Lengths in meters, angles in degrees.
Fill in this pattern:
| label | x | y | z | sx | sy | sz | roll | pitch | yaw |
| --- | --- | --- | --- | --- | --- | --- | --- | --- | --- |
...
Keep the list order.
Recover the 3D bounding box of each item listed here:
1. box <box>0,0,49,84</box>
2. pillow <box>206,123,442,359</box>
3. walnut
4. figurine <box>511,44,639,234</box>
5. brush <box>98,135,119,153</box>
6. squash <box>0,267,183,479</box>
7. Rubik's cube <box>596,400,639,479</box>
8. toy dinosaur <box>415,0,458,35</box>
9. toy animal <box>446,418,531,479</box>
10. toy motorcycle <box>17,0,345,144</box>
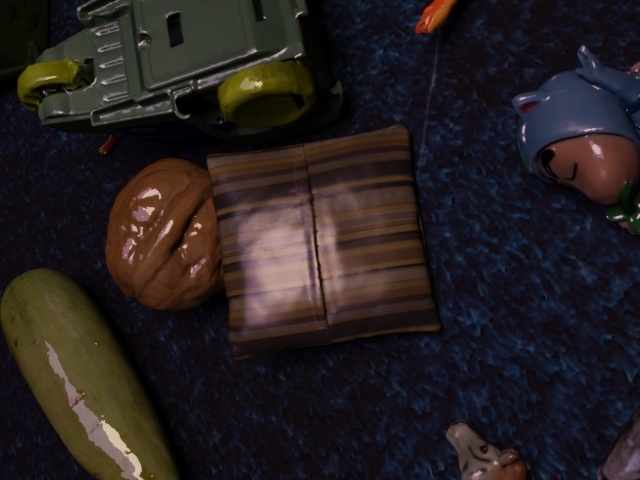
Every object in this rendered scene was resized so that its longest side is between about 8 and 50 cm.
| label | x | y | z | sx | sy | sz | roll | pitch | yaw |
| --- | --- | --- | --- | --- | --- | --- | --- | --- | --- |
| box | -0.511 | -0.349 | 0.914 | 0.178 | 0.328 | 0.253 | -8 | 81 | 17 |
| pillow | 0.000 | 0.000 | 0.680 | 0.208 | 0.052 | 0.212 | -9 | 80 | 2 |
| walnut | -0.154 | -0.003 | 0.753 | 0.166 | 0.149 | 0.166 | 0 | 84 | -4 |
| figurine | 0.250 | -0.081 | 0.553 | 0.178 | 0.114 | 0.144 | -18 | 75 | 18 |
| brush | -0.263 | -0.145 | 0.903 | 0.083 | 0.019 | 0.021 | -44 | 54 | 17 |
| squash | -0.261 | 0.182 | 0.803 | 0.118 | 0.118 | 0.370 | -46 | 68 | 16 |
| Rubik's cube | 0.347 | 0.090 | 0.383 | 0.259 | 0.255 | 0.260 | 34 | 102 | 28 |
| toy dinosaur | 0.140 | -0.333 | 0.673 | 0.117 | 0.070 | 0.288 | 22 | 89 | 31 |
| toy animal | 0.074 | 0.283 | 0.609 | 0.170 | 0.090 | 0.255 | 11 | 91 | 27 |
| toy motorcycle | -0.144 | -0.183 | 0.750 | 0.326 | 0.200 | 0.191 | -14 | 78 | 17 |
